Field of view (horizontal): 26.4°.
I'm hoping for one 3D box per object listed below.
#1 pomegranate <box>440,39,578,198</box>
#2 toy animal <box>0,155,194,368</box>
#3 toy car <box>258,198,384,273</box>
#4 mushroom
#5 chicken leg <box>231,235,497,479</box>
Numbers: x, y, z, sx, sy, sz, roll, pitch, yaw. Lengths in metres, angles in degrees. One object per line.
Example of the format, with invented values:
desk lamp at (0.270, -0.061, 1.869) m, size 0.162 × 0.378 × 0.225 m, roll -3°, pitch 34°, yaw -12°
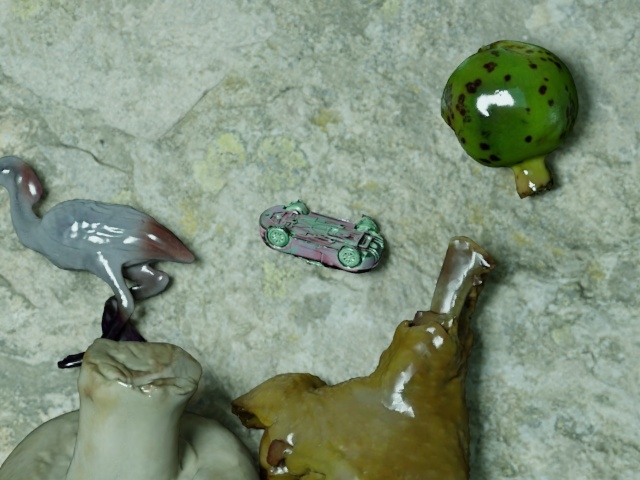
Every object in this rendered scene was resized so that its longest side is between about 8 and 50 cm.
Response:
pomegranate at (0.210, -0.136, 1.458) m, size 0.143 × 0.122 × 0.169 m, roll -16°, pitch 74°, yaw -22°
toy animal at (-0.277, -0.002, 1.543) m, size 0.195 × 0.090 × 0.324 m, roll -38°, pitch 79°, yaw 3°
toy car at (0.000, 0.000, 1.509) m, size 0.142 × 0.069 × 0.055 m, roll 16°, pitch 124°, yaw 12°
mushroom at (-0.205, 0.245, 1.374) m, size 0.298 × 0.297 × 0.290 m, roll 4°, pitch 116°, yaw 11°
chicken leg at (0.048, 0.175, 1.433) m, size 0.295 × 0.182 × 0.409 m, roll 16°, pitch 80°, yaw 29°
